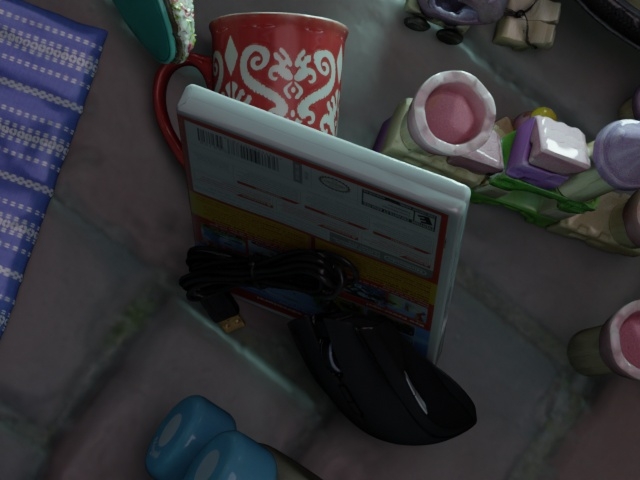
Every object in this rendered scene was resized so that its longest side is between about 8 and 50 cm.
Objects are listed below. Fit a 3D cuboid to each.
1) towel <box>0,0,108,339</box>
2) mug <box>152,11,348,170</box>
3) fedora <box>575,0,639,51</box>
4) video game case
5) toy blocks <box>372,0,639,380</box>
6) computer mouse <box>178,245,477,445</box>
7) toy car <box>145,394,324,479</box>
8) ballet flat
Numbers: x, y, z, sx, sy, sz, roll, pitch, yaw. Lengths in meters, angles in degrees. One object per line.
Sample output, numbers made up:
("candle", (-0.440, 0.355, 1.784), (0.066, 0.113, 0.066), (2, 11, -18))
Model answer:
("towel", (-0.328, -0.054, 1.325), (0.243, 0.040, 0.336), (20, 76, -12))
("mug", (-0.050, -0.087, 1.388), (0.113, 0.150, 0.169), (7, 82, -51))
("fedora", (0.336, -0.303, 1.460), (0.334, 0.152, 0.334), (7, 68, -18))
("video game case", (0.000, 0.000, 1.251), (0.204, 0.285, 0.025), (21, 66, 9))
("toy blocks", (0.194, -0.073, 1.355), (0.289, 0.260, 0.309), (19, 77, -11))
("computer mouse", (-0.003, 0.094, 1.342), (0.262, 0.184, 0.060), (49, 56, -42))
("toy car", (-0.059, 0.279, 1.275), (0.219, 0.210, 0.238), (35, 87, -20))
("ballet flat", (-0.155, -0.251, 1.369), (0.077, 0.091, 0.241), (-32, 83, -30))
